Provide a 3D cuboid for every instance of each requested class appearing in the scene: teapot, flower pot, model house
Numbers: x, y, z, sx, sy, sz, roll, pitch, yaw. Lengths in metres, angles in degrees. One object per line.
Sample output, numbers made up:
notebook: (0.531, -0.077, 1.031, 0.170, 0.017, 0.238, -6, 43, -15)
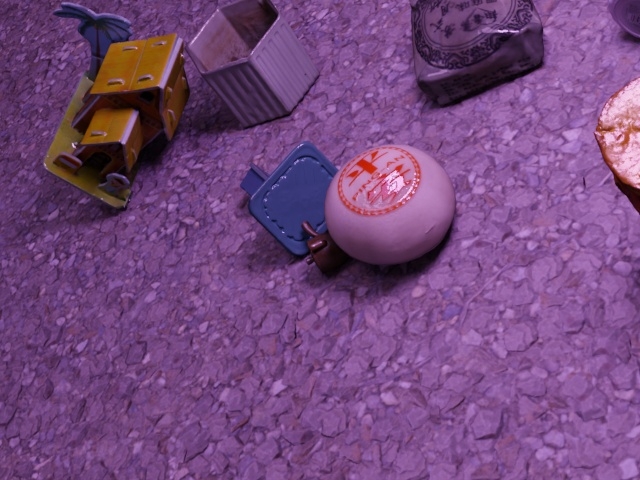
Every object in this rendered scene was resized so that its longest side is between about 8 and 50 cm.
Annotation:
teapot: (0.000, 0.000, 1.830, 0.080, 0.085, 0.110, -26, 58, 2)
flower pot: (-0.144, -0.385, 2.168, 0.239, 0.190, 0.209, -13, 50, 24)
model house: (-0.452, -0.312, 2.144, 0.323, 0.340, 0.300, -32, 35, 46)

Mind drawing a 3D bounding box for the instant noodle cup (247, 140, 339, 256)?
instant noodle cup: (-0.041, -0.080, 1.898, 0.179, 0.157, 0.070, -48, 22, -8)

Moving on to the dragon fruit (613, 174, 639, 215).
dragon fruit: (0.586, -0.075, 1.447, 0.290, 0.189, 0.291, -13, 59, 23)

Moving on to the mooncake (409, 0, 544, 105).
mooncake: (0.289, -0.409, 1.935, 0.254, 0.136, 0.250, -20, 51, 20)

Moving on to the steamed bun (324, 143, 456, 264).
steamed bun: (0.115, -0.076, 1.749, 0.231, 0.145, 0.232, -8, 49, 9)

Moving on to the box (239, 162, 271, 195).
box: (-0.112, -0.102, 2.008, 0.054, 0.074, 0.099, -51, 43, 4)

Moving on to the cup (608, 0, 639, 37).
cup: (0.600, -0.471, 1.724, 0.166, 0.221, 0.202, 25, 74, 15)

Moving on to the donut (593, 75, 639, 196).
donut: (0.472, -0.134, 1.378, 0.174, 0.074, 0.190, -40, 56, 3)
